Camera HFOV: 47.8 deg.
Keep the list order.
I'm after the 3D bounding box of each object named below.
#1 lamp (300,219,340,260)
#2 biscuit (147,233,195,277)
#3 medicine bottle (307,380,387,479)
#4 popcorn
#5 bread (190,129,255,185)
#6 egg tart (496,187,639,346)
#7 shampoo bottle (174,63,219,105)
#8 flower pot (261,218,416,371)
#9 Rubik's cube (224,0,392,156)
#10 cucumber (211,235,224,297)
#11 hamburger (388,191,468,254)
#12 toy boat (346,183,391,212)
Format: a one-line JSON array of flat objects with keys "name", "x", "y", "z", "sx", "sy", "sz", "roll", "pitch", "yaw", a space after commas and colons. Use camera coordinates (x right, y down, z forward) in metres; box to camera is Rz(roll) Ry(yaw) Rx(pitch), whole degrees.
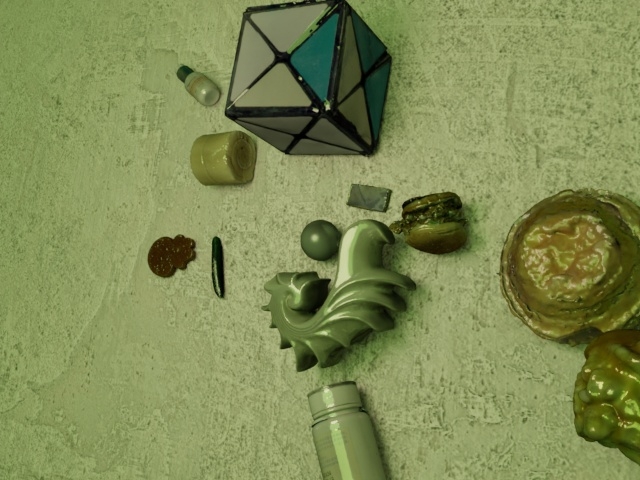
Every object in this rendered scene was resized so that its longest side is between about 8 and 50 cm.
[{"name": "lamp", "x": 0.000, "y": 0.000, "z": 1.834, "sx": 0.105, "sy": 0.105, "sz": 0.105, "roll": -8, "pitch": 74, "yaw": 29}, {"name": "biscuit", "x": -0.438, "y": 0.044, "z": 2.127, "sx": 0.175, "sy": 0.026, "sz": 0.124, "roll": -14, "pitch": 73, "yaw": 28}, {"name": "medicine bottle", "x": 0.058, "y": 0.465, "z": 1.663, "sx": 0.143, "sy": 0.143, "sz": 0.258, "roll": -24, "pitch": 68, "yaw": 24}, {"name": "popcorn", "x": 0.626, "y": 0.286, "z": 1.291, "sx": 0.335, "sy": 0.279, "sz": 0.274, "roll": -4, "pitch": 65, "yaw": 13}, {"name": "bread", "x": -0.274, "y": -0.230, "z": 2.033, "sx": 0.141, "sy": 0.134, "sz": 0.148, "roll": -1, "pitch": 91, "yaw": 31}, {"name": "egg tart", "x": 0.527, "y": 0.045, "z": 1.489, "sx": 0.352, "sy": 0.150, "sz": 0.352, "roll": -10, "pitch": 70, "yaw": 30}, {"name": "shampoo bottle", "x": -0.382, "y": -0.481, "z": 2.192, "sx": 0.192, "sy": 0.074, "sz": 0.074, "roll": 44, "pitch": 102, "yaw": 31}, {"name": "flower pot", "x": 0.048, "y": 0.137, "z": 1.720, "sx": 0.367, "sy": 0.164, "sz": 0.254, "roll": -34, "pitch": 75, "yaw": 19}, {"name": "Rubik's cube", "x": -0.021, "y": -0.404, "z": 1.822, "sx": 0.310, "sy": 0.307, "sz": 0.305, "roll": 5, "pitch": 79, "yaw": 30}, {"name": "cucumber", "x": -0.290, "y": 0.074, "z": 2.027, "sx": 0.033, "sy": 0.036, "sz": 0.184, "roll": -18, "pitch": 68, "yaw": 37}, {"name": "hamburger", "x": 0.249, "y": -0.035, "z": 1.664, "sx": 0.185, "sy": 0.159, "sz": 0.131, "roll": -4, "pitch": 78, "yaw": 10}, {"name": "toy boat", "x": 0.122, "y": -0.109, "z": 1.838, "sx": 0.115, "sy": 0.016, "sz": 0.063, "roll": 13, "pitch": 85, "yaw": 33}]
